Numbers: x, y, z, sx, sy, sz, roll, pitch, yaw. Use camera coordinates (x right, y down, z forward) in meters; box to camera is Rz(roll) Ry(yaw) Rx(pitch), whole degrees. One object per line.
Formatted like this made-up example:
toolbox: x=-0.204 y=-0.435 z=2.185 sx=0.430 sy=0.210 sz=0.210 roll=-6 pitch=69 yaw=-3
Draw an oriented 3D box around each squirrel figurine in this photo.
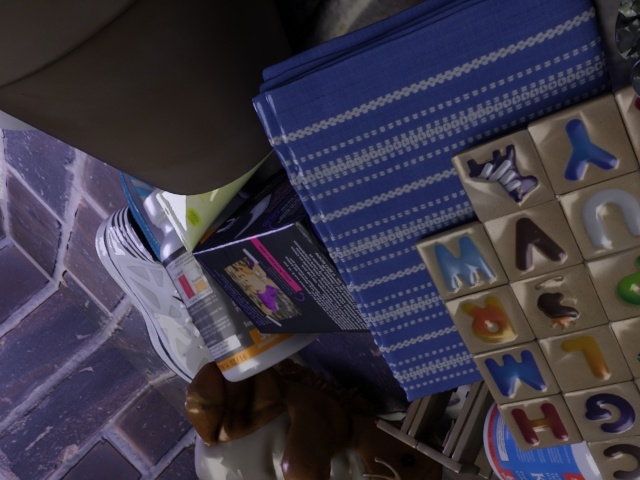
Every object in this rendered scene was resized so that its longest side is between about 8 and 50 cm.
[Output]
squirrel figurine: x=0.004 y=0.313 z=1.074 sx=0.370 sy=0.397 sz=0.281 roll=3 pitch=100 yaw=3

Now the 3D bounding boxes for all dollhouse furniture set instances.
dollhouse furniture set: x=0.188 y=0.224 z=0.884 sx=0.129 sy=0.129 sz=0.183 roll=21 pitch=174 yaw=38

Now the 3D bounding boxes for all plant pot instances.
plant pot: x=-0.163 y=-0.195 z=0.601 sx=0.323 sy=0.323 sz=0.280 roll=17 pitch=158 yaw=41

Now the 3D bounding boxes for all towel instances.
towel: x=0.121 y=-0.026 z=0.535 sx=0.243 sy=0.040 sz=0.336 roll=-21 pitch=119 yaw=11

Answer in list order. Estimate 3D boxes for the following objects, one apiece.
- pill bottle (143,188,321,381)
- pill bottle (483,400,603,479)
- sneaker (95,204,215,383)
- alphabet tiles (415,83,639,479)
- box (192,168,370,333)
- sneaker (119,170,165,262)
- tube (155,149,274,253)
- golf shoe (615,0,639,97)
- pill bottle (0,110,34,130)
pill bottle: x=-0.124 y=0.041 z=0.929 sx=0.278 sy=0.162 sz=0.162 roll=61 pitch=152 yaw=1
pill bottle: x=0.282 y=0.205 z=0.689 sx=0.124 sy=0.124 sz=0.221 roll=46 pitch=152 yaw=-3
sneaker: x=-0.232 y=0.118 z=1.211 sx=0.447 sy=0.169 sz=0.257 roll=52 pitch=153 yaw=-9
alphabet tiles: x=0.244 y=0.053 z=0.494 sx=0.285 sy=0.011 sz=0.342 roll=-19 pitch=112 yaw=28
box: x=0.000 y=0.000 z=0.744 sx=0.143 sy=0.165 sz=0.270 roll=51 pitch=152 yaw=-16
sneaker: x=-0.268 y=-0.069 z=1.103 sx=0.229 sy=0.092 sz=0.087 roll=57 pitch=159 yaw=19
tube: x=-0.119 y=-0.084 z=0.793 sx=0.062 sy=0.070 sz=0.240 roll=28 pitch=131 yaw=-27
golf shoe: x=0.266 y=-0.148 z=0.288 sx=0.120 sy=0.105 sz=0.273 roll=21 pitch=149 yaw=-19
pill bottle: x=-0.410 y=-0.323 z=0.816 sx=0.204 sy=0.204 sz=0.361 roll=32 pitch=150 yaw=22
